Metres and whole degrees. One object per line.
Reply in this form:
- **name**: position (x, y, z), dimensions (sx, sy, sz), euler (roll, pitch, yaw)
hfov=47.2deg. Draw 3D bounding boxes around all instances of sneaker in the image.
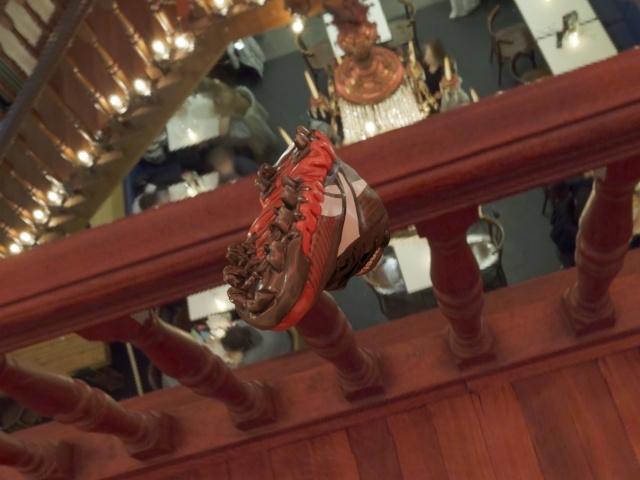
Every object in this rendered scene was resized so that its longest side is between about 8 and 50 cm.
- **sneaker**: position (0.000, 0.000, 0.642), dimensions (0.097, 0.135, 0.276), euler (-43, 16, 24)
